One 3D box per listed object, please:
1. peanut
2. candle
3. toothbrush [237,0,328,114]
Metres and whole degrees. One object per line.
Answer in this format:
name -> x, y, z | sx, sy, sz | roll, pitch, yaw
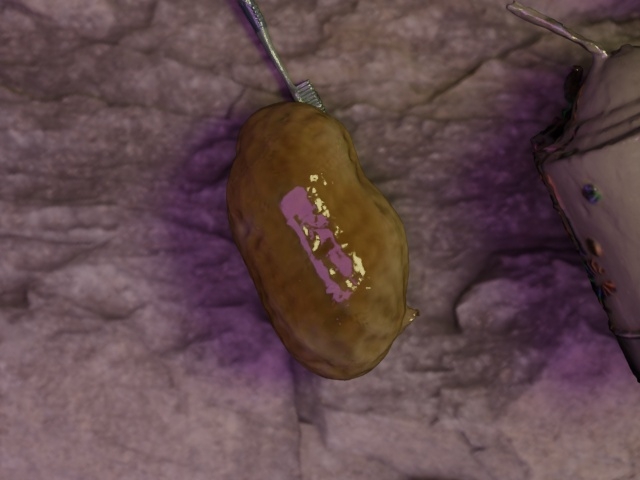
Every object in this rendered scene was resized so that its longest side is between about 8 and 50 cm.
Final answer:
peanut -> 0.000, 0.000, 1.516 | 0.129, 0.129, 0.224 | -24, 99, 7
candle -> 0.259, -0.053, 1.463 | 0.187, 0.187, 0.330 | -26, 98, 7
toothbrush -> -0.055, -0.188, 1.535 | 0.019, 0.016, 0.219 | -30, 98, 6
